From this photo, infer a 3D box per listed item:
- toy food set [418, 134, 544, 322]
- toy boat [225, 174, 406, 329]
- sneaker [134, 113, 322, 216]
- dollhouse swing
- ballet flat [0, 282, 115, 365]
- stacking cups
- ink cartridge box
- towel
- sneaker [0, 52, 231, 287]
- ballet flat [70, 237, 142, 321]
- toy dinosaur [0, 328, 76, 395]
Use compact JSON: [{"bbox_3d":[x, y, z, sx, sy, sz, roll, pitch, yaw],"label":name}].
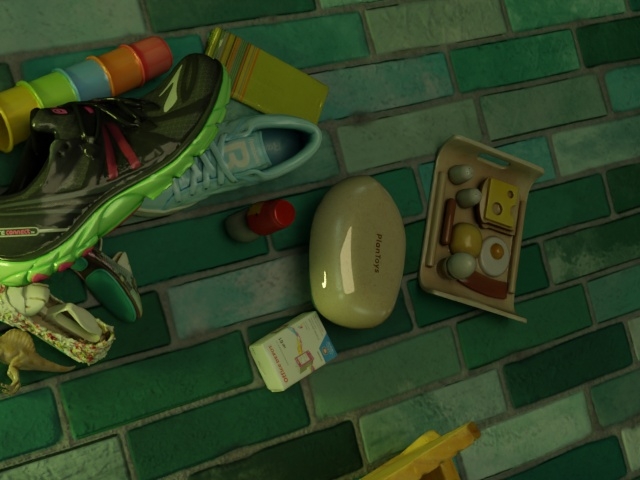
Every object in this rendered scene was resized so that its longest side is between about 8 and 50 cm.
[{"bbox_3d":[0.309,-0.019,2.281,0.220,0.092,0.306,17,75,-27],"label":"toy food set"},{"bbox_3d":[0.000,0.000,2.083,0.318,0.148,0.267,21,70,-33],"label":"toy boat"},{"bbox_3d":[-0.160,-0.139,1.995,0.366,0.150,0.135,-23,93,-31],"label":"sneaker"},{"bbox_3d":[0.133,0.488,1.980,0.347,0.305,0.315,-26,95,-31],"label":"dollhouse swing"},{"bbox_3d":[-0.406,0.104,1.843,0.241,0.077,0.091,32,44,-30],"label":"ballet flat"},{"bbox_3d":[-0.369,-0.232,1.928,0.316,0.096,0.096,-27,96,-33],"label":"stacking cups"},{"bbox_3d":[-0.046,0.186,2.067,0.122,0.052,0.088,-30,98,-29],"label":"ink cartridge box"},{"bbox_3d":[-0.098,-0.270,2.129,0.237,0.021,0.102,25,76,-26],"label":"towel"},{"bbox_3d":[-0.317,-0.138,1.802,0.483,0.185,0.202,-44,108,-26],"label":"sneaker"},{"bbox_3d":[-0.348,0.031,1.912,0.221,0.077,0.079,42,45,-17],"label":"ballet flat"},{"bbox_3d":[-0.449,0.180,1.835,0.183,0.053,0.092,30,67,-23],"label":"toy dinosaur"}]
